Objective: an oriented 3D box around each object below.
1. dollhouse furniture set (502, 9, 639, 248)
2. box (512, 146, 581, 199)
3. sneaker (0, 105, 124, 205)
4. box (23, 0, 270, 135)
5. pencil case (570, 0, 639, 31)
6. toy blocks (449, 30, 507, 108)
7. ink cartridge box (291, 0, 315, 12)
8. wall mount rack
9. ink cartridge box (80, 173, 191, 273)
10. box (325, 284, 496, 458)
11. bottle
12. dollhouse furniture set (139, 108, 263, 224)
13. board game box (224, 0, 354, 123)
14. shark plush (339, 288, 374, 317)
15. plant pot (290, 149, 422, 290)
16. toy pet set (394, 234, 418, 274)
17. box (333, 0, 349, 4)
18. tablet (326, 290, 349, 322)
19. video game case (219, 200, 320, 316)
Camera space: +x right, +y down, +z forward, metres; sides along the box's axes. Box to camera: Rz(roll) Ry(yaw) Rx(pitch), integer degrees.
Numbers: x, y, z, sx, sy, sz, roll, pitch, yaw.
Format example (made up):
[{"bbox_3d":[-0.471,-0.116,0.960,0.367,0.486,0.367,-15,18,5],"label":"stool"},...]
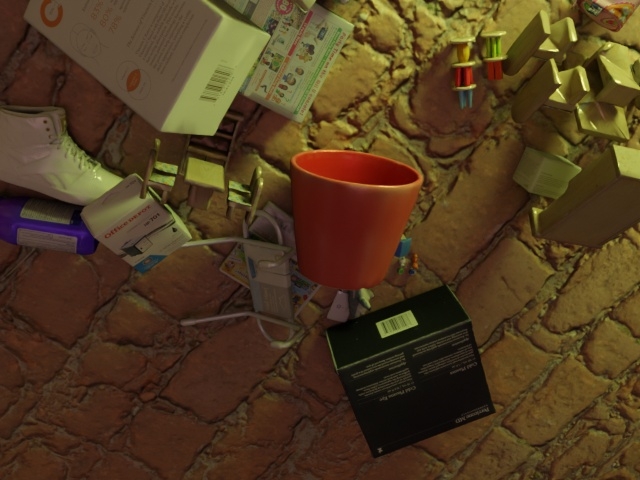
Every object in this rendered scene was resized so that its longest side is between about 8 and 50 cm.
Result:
[{"bbox_3d":[0.574,-0.220,1.263,0.362,0.394,0.256,10,151,-14],"label":"dollhouse furniture set"},{"bbox_3d":[0.525,-0.156,1.384,0.101,0.102,0.087,13,113,-13],"label":"box"},{"bbox_3d":[-0.514,-0.177,1.202,0.292,0.108,0.169,15,114,-14],"label":"sneaker"},{"bbox_3d":[-0.299,-0.368,1.024,0.345,0.168,0.215,40,109,12],"label":"box"},{"bbox_3d":[0.645,-0.573,1.206,0.124,0.124,0.284,28,108,-20],"label":"pencil case"},{"bbox_3d":[0.344,-0.367,1.284,0.123,0.054,0.148,-11,115,-4],"label":"toy blocks"},{"bbox_3d":[-0.091,-0.617,0.951,0.395,0.166,0.285,44,103,7],"label":"ink cartridge box"},{"bbox_3d":[-0.187,0.104,1.348,0.304,0.130,0.350,9,117,31],"label":"wall mount rack"},{"bbox_3d":[-0.381,-0.031,1.244,0.139,0.082,0.190,-37,152,-3],"label":"ink cartridge box"},{"bbox_3d":[0.228,0.333,1.513,0.343,0.179,0.312,-20,116,0],"label":"box"},{"bbox_3d":[-0.609,-0.039,1.242,0.283,0.118,0.092,9,113,-14],"label":"bottle"},{"bbox_3d":[-0.223,-0.167,1.179,0.212,0.242,0.161,14,111,-15],"label":"dollhouse furniture set"},{"bbox_3d":[-0.122,-0.403,1.171,0.303,0.097,0.224,25,109,-17],"label":"board game box"},{"bbox_3d":[0.074,0.120,1.459,0.067,0.073,0.161,-20,120,22],"label":"shark plush"},{"bbox_3d":[0.061,-0.043,1.264,0.275,0.275,0.243,3,112,-11],"label":"plant pot"},{"bbox_3d":[0.190,0.042,1.439,0.122,0.065,0.114,4,113,-11],"label":"toy pet set"},{"bbox_3d":[0.062,-0.573,1.110,0.182,0.119,0.181,-32,115,6],"label":"box"},{"bbox_3d":[0.054,0.169,1.506,0.054,0.006,0.083,16,110,-16],"label":"tablet"},{"bbox_3d":[-0.090,0.048,1.410,0.227,0.026,0.206,34,105,-17],"label":"video game case"}]
